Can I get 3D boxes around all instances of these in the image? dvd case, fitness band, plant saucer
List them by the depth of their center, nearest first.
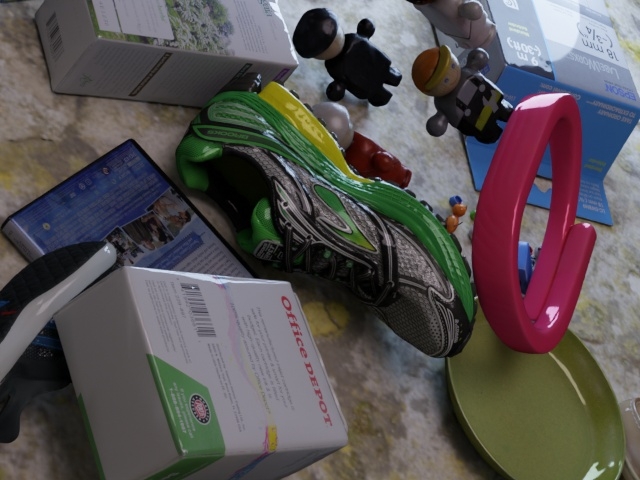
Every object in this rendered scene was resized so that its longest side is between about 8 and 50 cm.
[{"bbox_3d":[-0.141,0.038,1.184,0.253,0.022,0.180,48,40,0],"label":"dvd case"},{"bbox_3d":[0.223,-0.021,1.362,0.209,0.054,0.291,64,39,-40],"label":"fitness band"},{"bbox_3d":[0.216,0.168,1.375,0.241,0.037,0.241,23,46,-26],"label":"plant saucer"}]

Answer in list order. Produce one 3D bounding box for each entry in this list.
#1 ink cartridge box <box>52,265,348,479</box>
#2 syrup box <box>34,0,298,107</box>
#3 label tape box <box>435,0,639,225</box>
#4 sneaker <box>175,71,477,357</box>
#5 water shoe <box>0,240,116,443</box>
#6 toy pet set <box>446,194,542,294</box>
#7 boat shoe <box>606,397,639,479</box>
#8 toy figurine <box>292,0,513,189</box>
[{"bbox_3d":[-0.090,0.112,1.052,0.212,0.093,0.154,6,57,-53],"label":"ink cartridge box"},{"bbox_3d":[-0.147,-0.196,1.300,0.237,0.096,0.093,2,60,-40],"label":"syrup box"},{"bbox_3d":[0.277,-0.204,1.658,0.240,0.106,0.334,12,52,-33],"label":"label tape box"},{"bbox_3d":[0.000,0.000,1.272,0.343,0.134,0.146,40,49,3],"label":"sneaker"},{"bbox_3d":[-0.225,0.078,1.053,0.203,0.073,0.080,-51,128,-43],"label":"water shoe"},{"bbox_3d":[0.204,0.003,1.468,0.122,0.065,0.114,32,44,-16],"label":"toy pet set"},{"bbox_3d":[0.404,0.266,1.368,0.109,0.098,0.302,15,32,-36],"label":"boat shoe"},{"bbox_3d":[0.080,-0.176,1.388,0.148,0.209,0.213,33,43,-39],"label":"toy figurine"}]
